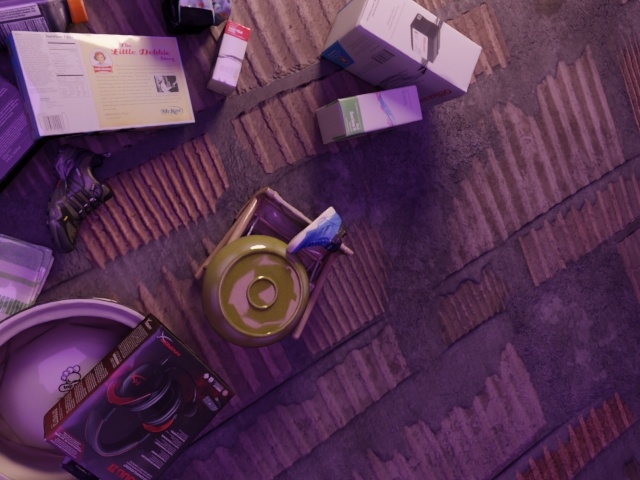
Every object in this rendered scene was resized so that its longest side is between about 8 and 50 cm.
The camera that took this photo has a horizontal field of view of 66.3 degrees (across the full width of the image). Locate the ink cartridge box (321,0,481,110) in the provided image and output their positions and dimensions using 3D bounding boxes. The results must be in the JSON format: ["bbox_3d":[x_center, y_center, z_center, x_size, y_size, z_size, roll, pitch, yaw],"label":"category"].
[{"bbox_3d":[0.190,-0.457,1.187,0.307,0.223,0.129,23,85,-21],"label":"ink cartridge box"}]

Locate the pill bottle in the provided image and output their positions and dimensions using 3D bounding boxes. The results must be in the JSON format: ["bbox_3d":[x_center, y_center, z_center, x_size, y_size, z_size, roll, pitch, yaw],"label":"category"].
[{"bbox_3d":[-0.585,-0.444,0.938,0.245,0.130,0.130,-20,101,-19],"label":"pill bottle"}]

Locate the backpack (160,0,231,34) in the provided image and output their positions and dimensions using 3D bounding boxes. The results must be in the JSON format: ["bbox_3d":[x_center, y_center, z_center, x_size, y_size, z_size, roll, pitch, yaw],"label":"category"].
[{"bbox_3d":[-0.264,-0.544,1.030,0.144,0.166,0.188,-12,106,-21],"label":"backpack"}]

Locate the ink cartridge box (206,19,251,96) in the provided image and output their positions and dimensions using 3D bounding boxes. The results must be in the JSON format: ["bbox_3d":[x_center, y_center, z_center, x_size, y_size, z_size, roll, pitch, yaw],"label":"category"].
[{"bbox_3d":[-0.209,-0.406,1.102,0.056,0.099,0.135,15,88,-22],"label":"ink cartridge box"}]

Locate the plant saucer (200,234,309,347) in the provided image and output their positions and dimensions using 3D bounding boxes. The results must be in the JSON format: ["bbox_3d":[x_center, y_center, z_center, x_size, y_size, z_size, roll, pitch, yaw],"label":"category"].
[{"bbox_3d":[-0.127,0.109,1.027,0.241,0.037,0.241,0,90,-24],"label":"plant saucer"}]

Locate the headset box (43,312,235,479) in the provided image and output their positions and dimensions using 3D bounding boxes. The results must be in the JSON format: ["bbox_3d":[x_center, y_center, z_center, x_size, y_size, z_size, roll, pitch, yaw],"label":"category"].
[{"bbox_3d":[-0.348,0.324,0.931,0.293,0.110,0.218,-46,114,-18],"label":"headset box"}]

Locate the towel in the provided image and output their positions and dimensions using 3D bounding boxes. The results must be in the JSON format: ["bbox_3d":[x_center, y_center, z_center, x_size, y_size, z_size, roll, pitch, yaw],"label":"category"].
[{"bbox_3d":[-0.713,0.136,0.981,0.248,0.038,0.325,19,87,-21],"label":"towel"}]

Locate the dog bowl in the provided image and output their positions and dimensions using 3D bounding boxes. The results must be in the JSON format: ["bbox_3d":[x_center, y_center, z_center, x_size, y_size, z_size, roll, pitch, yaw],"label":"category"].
[{"bbox_3d":[-0.502,0.302,0.993,0.408,0.150,0.408,-3,96,-28],"label":"dog bowl"}]

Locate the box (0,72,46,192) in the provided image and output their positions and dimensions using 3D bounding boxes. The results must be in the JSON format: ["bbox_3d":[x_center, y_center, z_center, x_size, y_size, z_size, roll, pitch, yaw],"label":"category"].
[{"bbox_3d":[-0.666,-0.194,0.940,0.184,0.103,0.261,41,79,-23],"label":"box"}]

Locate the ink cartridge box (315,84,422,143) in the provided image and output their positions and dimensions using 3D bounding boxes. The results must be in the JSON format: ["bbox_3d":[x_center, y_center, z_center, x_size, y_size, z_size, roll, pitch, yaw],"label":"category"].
[{"bbox_3d":[0.117,-0.309,1.206,0.212,0.154,0.093,-18,100,-19],"label":"ink cartridge box"}]

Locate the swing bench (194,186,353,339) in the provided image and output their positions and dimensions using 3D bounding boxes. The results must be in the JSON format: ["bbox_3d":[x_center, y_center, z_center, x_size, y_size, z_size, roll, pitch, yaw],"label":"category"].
[{"bbox_3d":[-0.108,0.052,1.146,0.253,0.165,0.255,38,75,-19],"label":"swing bench"}]

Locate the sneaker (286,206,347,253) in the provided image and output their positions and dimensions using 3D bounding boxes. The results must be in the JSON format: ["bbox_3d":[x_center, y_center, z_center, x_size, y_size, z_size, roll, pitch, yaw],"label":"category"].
[{"bbox_3d":[0.000,0.000,1.067,0.084,0.058,0.152,50,55,-3],"label":"sneaker"}]

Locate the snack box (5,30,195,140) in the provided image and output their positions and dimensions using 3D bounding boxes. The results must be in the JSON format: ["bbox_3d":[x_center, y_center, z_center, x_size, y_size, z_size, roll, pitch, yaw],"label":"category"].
[{"bbox_3d":[-0.425,-0.313,0.989,0.322,0.060,0.187,-18,101,-41],"label":"snack box"}]

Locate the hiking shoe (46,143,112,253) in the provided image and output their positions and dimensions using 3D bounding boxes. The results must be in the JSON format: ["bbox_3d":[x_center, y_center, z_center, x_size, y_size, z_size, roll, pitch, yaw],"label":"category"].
[{"bbox_3d":[-0.498,-0.083,1.021,0.114,0.086,0.227,6,91,-18],"label":"hiking shoe"}]
